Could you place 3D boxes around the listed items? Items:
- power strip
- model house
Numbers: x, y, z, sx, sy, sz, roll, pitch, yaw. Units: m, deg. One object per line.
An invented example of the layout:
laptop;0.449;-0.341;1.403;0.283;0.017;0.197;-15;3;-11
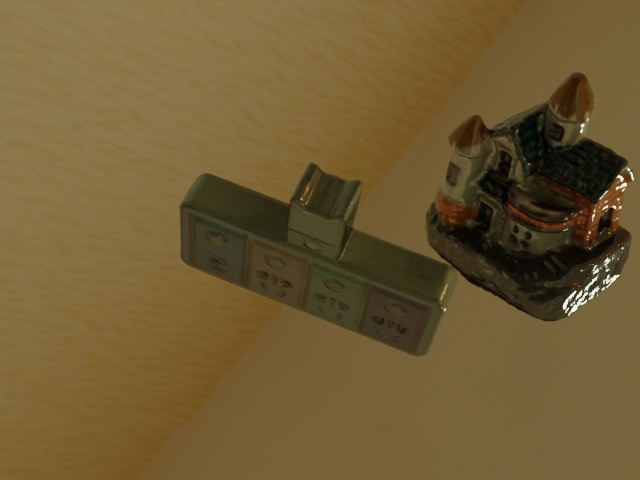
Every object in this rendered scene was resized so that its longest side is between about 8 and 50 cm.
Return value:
power strip;0.000;0.000;0.745;0.216;0.145;0.061;21;-122;6
model house;0.293;-0.088;1.351;0.271;0.190;0.301;39;-38;33
